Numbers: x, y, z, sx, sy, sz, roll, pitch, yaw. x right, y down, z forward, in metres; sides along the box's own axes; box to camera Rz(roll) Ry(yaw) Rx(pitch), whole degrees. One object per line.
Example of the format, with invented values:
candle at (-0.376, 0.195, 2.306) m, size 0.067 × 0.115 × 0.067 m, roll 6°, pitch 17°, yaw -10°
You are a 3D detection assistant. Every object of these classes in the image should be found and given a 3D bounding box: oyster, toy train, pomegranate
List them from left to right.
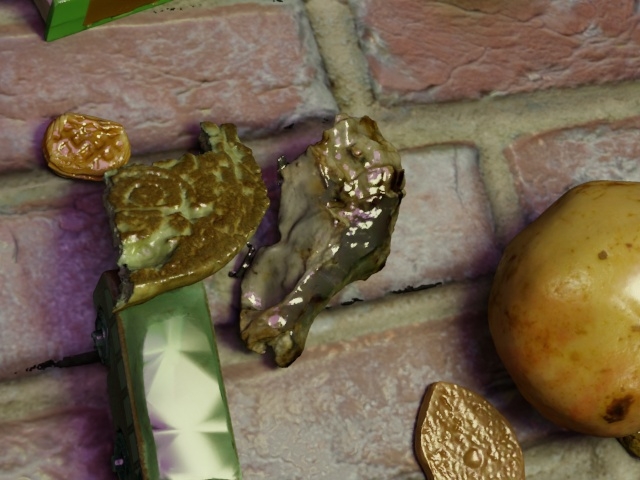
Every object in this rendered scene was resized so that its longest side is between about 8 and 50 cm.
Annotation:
toy train at (-0.186, 0.164, 1.391) m, size 0.129 × 0.159 × 0.326 m, roll -5°, pitch 73°, yaw -23°
oyster at (-0.004, -0.004, 1.517) m, size 0.198 × 0.133 × 0.337 m, roll 44°, pitch 77°, yaw -30°
pomegranate at (0.382, 0.093, 1.549) m, size 0.343 × 0.342 × 0.342 m, roll 6°, pitch 71°, yaw -18°

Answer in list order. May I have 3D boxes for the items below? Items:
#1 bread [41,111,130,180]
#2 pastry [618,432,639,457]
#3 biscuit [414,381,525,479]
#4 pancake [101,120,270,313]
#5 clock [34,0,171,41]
bread at (-0.296, -0.116, 1.506) m, size 0.111 × 0.044 × 0.083 m, roll 9°, pitch 74°, yaw -15°
pastry at (0.454, 0.247, 1.646) m, size 0.097 × 0.057 × 0.109 m, roll 4°, pitch 69°, yaw -13°
biscuit at (0.197, 0.285, 1.555) m, size 0.142 × 0.029 × 0.220 m, roll -19°, pitch 79°, yaw -23°
pancake at (-0.172, -0.036, 1.433) m, size 0.197 × 0.054 × 0.376 m, roll 24°, pitch 37°, yaw 7°
clock at (-0.310, -0.422, 1.566) m, size 0.220 × 0.106 × 0.255 m, roll -25°, pitch 82°, yaw -25°
